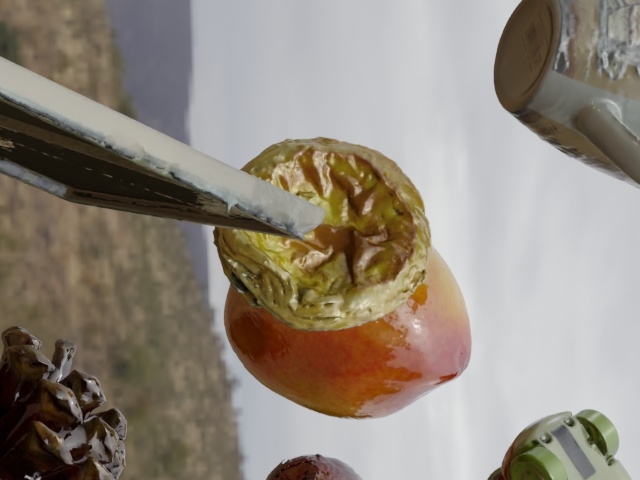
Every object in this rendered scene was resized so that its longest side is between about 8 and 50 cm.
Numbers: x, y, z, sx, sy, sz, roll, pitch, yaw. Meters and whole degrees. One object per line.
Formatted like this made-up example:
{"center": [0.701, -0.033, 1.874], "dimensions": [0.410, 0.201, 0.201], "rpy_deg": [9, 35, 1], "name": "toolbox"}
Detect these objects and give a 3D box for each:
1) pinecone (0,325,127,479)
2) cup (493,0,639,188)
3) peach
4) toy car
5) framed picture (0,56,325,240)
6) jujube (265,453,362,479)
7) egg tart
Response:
{"center": [-0.402, 0.267, 1.973], "dimensions": [0.384, 0.384, 0.384], "rpy_deg": [178, -90, -85], "name": "pinecone"}
{"center": [0.332, -0.144, 1.646], "dimensions": [0.301, 0.257, 0.227], "rpy_deg": [-102, -150, -45], "name": "cup"}
{"center": [0.035, 0.090, 1.954], "dimensions": [0.308, 0.289, 0.289], "rpy_deg": [-129, -145, -56], "name": "peach"}
{"center": [0.307, 0.350, 1.988], "dimensions": [0.235, 0.145, 0.235], "rpy_deg": [26, -51, 38], "name": "toy car"}
{"center": [-0.180, -0.066, 0.791], "dimensions": [0.232, 0.315, 0.024], "rpy_deg": [9, -102, 45], "name": "framed picture"}
{"center": [0.003, 0.416, 2.241], "dimensions": [0.243, 0.183, 0.183], "rpy_deg": [66, 12, -45], "name": "jujube"}
{"center": [0.000, 0.000, 1.664], "dimensions": [0.106, 0.241, 0.241], "rpy_deg": [104, -16, -60], "name": "egg tart"}
